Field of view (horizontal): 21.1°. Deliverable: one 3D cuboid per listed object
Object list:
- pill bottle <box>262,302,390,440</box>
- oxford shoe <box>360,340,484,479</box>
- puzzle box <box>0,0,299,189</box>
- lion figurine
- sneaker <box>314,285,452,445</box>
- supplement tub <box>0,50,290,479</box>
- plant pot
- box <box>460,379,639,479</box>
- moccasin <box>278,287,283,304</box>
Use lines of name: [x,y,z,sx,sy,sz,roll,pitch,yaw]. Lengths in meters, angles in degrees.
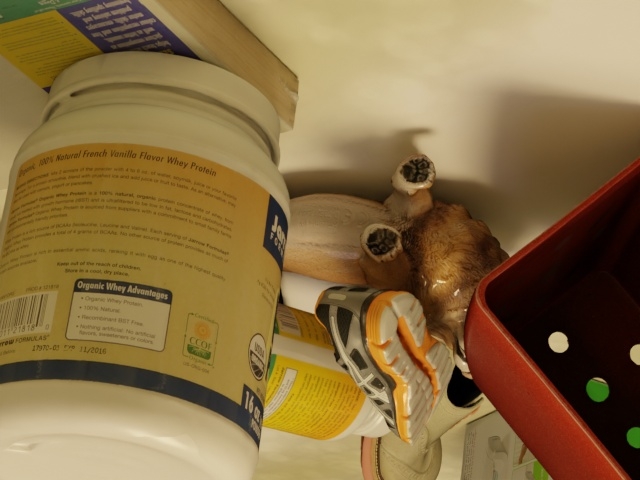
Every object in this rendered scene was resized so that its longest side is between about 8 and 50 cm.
pill bottle: [-0.018,0.127,1.648,0.208,0.117,0.117,18,153,-38]
oxford shoe: [0.115,0.188,1.900,0.147,0.140,0.397,-1,153,9]
puzzle box: [-0.256,-0.141,1.430,0.409,0.052,0.272,-9,149,29]
lion figurine: [0.000,0.000,1.591,0.392,0.142,0.240,16,164,14]
sneaker: [0.057,0.104,1.517,0.083,0.084,0.215,16,148,27]
supplement tub: [-0.144,0.035,1.339,0.228,0.316,0.228,6,154,3]
plant pot: [0.276,0.101,1.465,0.267,0.267,0.236,51,161,7]
box: [0.264,0.318,1.983,0.127,0.262,0.231,19,150,-23]
moccasin: [-0.100,0.108,1.813,0.138,0.116,0.342,3,153,9]
